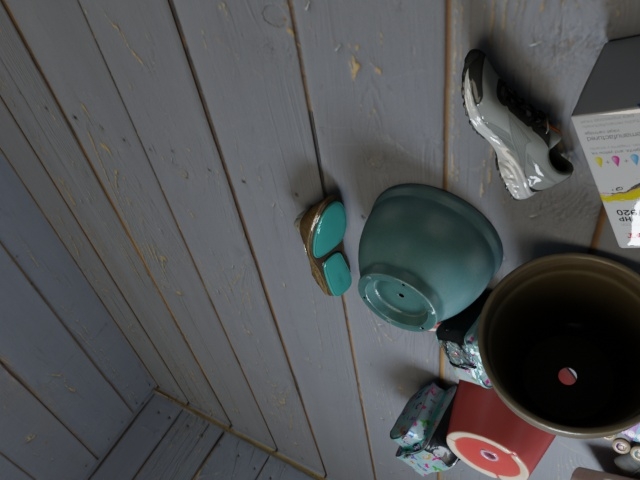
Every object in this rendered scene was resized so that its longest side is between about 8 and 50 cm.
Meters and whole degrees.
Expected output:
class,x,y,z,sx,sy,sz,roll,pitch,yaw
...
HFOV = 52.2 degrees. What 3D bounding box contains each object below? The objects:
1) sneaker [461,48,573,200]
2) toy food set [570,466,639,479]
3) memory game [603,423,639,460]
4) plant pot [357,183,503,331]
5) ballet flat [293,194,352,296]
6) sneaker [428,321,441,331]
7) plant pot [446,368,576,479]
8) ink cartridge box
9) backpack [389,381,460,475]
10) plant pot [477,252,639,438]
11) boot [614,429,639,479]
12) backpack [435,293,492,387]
class,x,y,z,sx,sy,sz,roll,pitch,yaw
sneaker,0.299,-0.184,1.002,0.108,0.100,0.271,-17,126,36
toy food set,0.789,0.659,1.616,0.220,0.092,0.306,-4,148,47
memory game,0.683,0.388,1.391,0.186,0.012,0.186,10,111,28
plant pot,0.193,0.058,1.322,0.293,0.196,0.293,25,147,17
ballet flat,0.000,0.000,1.539,0.124,0.116,0.342,39,159,32
sneaker,0.211,0.129,1.511,0.221,0.087,0.128,16,145,27
plant pot,0.429,0.402,1.519,0.275,0.243,0.275,24,147,17
ink cartridge box,0.458,-0.127,0.838,0.171,0.168,0.232,-1,135,43
backpack,0.311,0.535,1.832,0.191,0.225,0.253,32,147,7
plant pot,0.470,0.222,1.220,0.323,0.323,0.280,19,162,26
boot,0.735,0.477,1.506,0.190,0.076,0.208,31,156,12
backpack,0.353,0.222,1.417,0.144,0.166,0.188,11,136,38
